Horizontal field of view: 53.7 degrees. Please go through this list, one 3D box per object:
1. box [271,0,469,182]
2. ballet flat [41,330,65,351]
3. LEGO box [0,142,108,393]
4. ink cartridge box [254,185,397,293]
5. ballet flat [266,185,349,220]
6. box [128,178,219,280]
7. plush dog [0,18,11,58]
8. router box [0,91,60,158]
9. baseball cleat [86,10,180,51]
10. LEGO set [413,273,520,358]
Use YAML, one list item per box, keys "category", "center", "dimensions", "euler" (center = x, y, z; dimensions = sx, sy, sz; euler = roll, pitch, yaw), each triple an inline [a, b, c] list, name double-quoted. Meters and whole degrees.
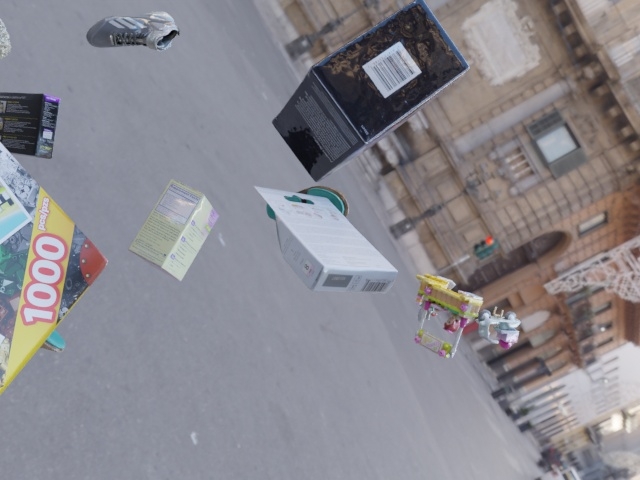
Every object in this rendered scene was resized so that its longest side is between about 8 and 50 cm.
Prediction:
- category: "box"
  center: [0.094, -0.297, 1.308]
  dimensions: [0.183, 0.296, 0.294]
  euler: [54, -20, -4]
- category: "ballet flat"
  center: [-0.683, 0.194, 1.456]
  dimensions: [0.206, 0.067, 0.073]
  euler: [49, 4, -10]
- category: "LEGO box"
  center: [-0.611, 0.085, 0.890]
  dimensions: [0.372, 0.193, 0.500]
  euler: [56, 44, -31]
- category: "ink cartridge box"
  center: [0.000, 0.000, 1.099]
  dimensions: [0.189, 0.066, 0.232]
  euler: [6, 28, -45]
- category: "ballet flat"
  center: [-0.016, -0.106, 1.934]
  dimensions: [0.124, 0.342, 0.116]
  euler: [-10, 94, -46]
- category: "box"
  center: [-0.432, -0.026, 1.890]
  dimensions: [0.117, 0.243, 0.213]
  euler: [27, -11, 9]
- category: "plush dog"
  center: [-0.909, -0.453, 1.502]
  dimensions: [0.262, 0.225, 0.210]
  euler: [26, 23, 8]
- category: "router box"
  center: [-0.645, -0.251, 1.370]
  dimensions: [0.046, 0.179, 0.133]
  euler: [7, 93, -59]
- category: "baseball cleat"
  center: [-0.427, -0.474, 1.453]
  dimensions: [0.109, 0.206, 0.072]
  euler: [56, -21, 31]
- category: "LEGO set"
  center: [0.212, 0.129, 1.096]
  dimensions: [0.132, 0.107, 0.287]
  euler: [17, 5, -16]
